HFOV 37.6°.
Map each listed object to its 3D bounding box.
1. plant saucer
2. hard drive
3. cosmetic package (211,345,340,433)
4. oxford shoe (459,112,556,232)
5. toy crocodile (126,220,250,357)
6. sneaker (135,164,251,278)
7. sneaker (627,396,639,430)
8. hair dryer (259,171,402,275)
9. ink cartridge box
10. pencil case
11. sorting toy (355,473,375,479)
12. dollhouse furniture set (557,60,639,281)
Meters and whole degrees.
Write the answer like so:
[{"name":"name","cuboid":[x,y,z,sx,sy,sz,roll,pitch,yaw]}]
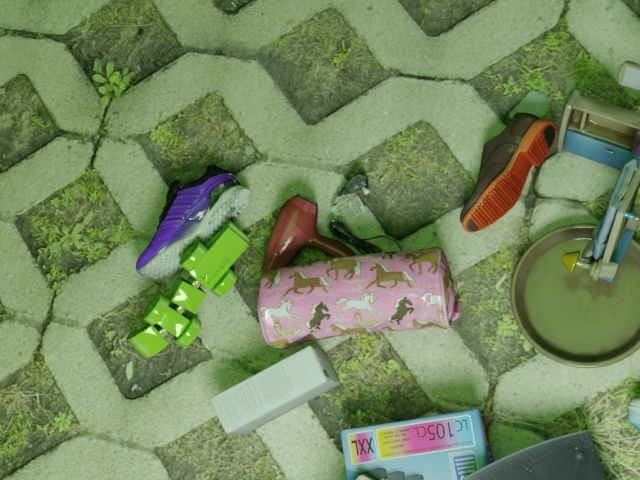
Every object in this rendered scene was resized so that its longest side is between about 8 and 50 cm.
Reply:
[{"name":"plant saucer","cuboid":[0.503,0.105,1.785,0.278,0.041,0.277,-4,76,16]},{"name":"hard drive","cuboid":[0.377,0.444,1.625,0.255,0.054,0.172,-17,78,-17]},{"name":"cosmetic package","cuboid":[-0.088,0.299,1.868,0.231,0.117,0.085,-30,72,6]},{"name":"oxford shoe","cuboid":[0.354,-0.136,1.869,0.098,0.097,0.271,35,84,40]},{"name":"toy crocodile","cuboid":[-0.277,0.106,1.980,0.115,0.105,0.340,37,88,-21]},{"name":"sneaker","cuboid":[-0.297,-0.048,2.024,0.293,0.102,0.146,-42,66,-2]},{"name":"sneaker","cuboid":[0.647,0.423,1.625,0.319,0.127,0.208,30,85,21]},{"name":"hair dryer","cuboid":[0.000,0.000,1.932,0.294,0.080,0.223,-24,73,10]},{"name":"ink cartridge box","cuboid":[0.203,0.526,1.718,0.270,0.151,0.395,-12,76,13]},{"name":"pencil case","cuboid":[0.075,0.113,1.838,0.386,0.167,0.160,-9,71,14]},{"name":"sorting toy","cuboid":[0.107,0.580,1.605,0.257,0.089,0.255,30,90,18]},{"name":"dollhouse furniture set","cuboid":[0.495,-0.128,1.684,0.198,0.286,0.303,22,59,19]}]
